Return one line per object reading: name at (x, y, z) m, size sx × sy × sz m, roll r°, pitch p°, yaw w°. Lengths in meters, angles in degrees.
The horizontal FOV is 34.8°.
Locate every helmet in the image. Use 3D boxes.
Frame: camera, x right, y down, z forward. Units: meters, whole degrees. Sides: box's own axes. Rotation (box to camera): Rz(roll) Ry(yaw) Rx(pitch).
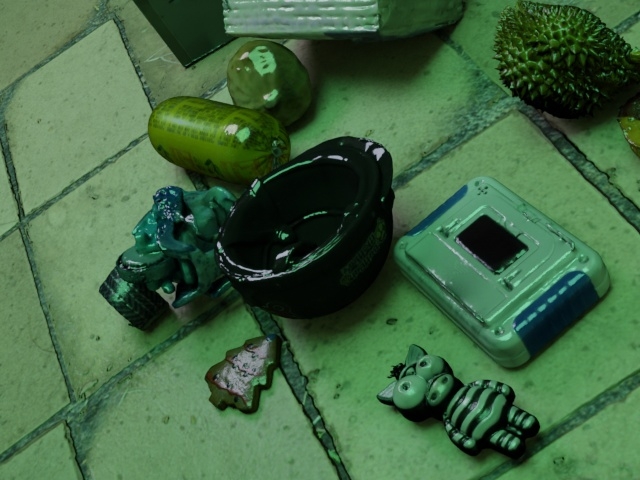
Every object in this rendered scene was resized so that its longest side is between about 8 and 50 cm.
helmet at (0.000, 0.000, 1.381) m, size 0.230 × 0.160 × 0.279 m, roll 17°, pitch 54°, yaw 47°

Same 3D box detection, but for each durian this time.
durian at (0.337, -0.229, 1.363) m, size 0.237 × 0.193 × 0.138 m, roll 29°, pitch 95°, yaw 57°

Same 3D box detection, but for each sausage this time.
sausage at (-0.170, -0.164, 1.662) m, size 0.347 × 0.123 × 0.123 m, roll 19°, pitch 65°, yaw 47°

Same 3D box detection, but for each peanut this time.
peanut at (-0.087, -0.259, 1.692) m, size 0.140 × 0.109 × 0.159 m, roll -29°, pitch 77°, yaw 17°

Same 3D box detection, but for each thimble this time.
thimble at (-0.289, 0.082, 1.548) m, size 0.066 × 0.095 × 0.104 m, roll -46°, pitch 57°, yaw -7°

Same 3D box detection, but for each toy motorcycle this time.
toy motorcycle at (-0.184, -0.010, 1.525) m, size 0.206 × 0.154 × 0.260 m, roll -3°, pitch 29°, yaw 15°

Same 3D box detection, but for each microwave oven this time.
microwave oven at (-0.239, -0.565, 2.003) m, size 0.286 × 0.218 × 0.355 m, roll -29°, pitch 42°, yaw 11°

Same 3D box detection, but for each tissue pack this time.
tissue pack at (0.030, -0.399, 1.678) m, size 0.344 × 0.125 × 0.242 m, roll 11°, pitch 24°, yaw 39°

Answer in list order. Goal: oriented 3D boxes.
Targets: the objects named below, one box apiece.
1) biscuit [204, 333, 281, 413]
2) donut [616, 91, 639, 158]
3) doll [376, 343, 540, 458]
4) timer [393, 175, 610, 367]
biscuit at (-0.103, 0.176, 1.397) m, size 0.130 × 0.019 × 0.119 m, roll -49°, pitch 43°, yaw -13°
donut at (0.450, -0.152, 1.289) m, size 0.140 × 0.059 × 0.140 m, roll -18°, pitch 45°, yaw 19°
doll at (0.152, 0.186, 1.182) m, size 0.219 × 0.067 × 0.091 m, roll 21°, pitch 69°, yaw 45°
timer at (0.216, 0.027, 1.273) m, size 0.178 × 0.078 × 0.253 m, roll -41°, pitch 41°, yaw -5°
